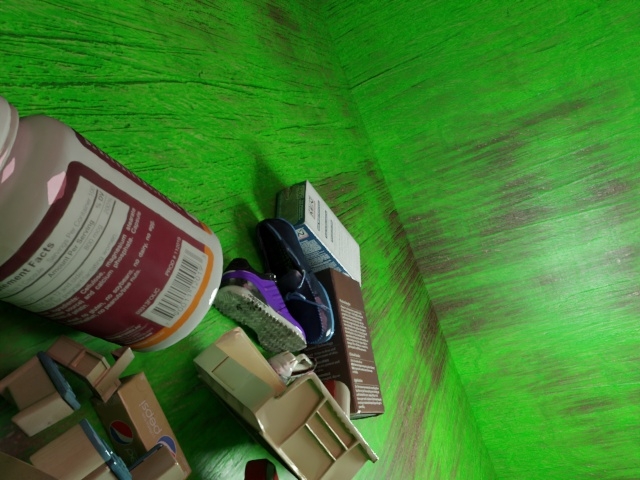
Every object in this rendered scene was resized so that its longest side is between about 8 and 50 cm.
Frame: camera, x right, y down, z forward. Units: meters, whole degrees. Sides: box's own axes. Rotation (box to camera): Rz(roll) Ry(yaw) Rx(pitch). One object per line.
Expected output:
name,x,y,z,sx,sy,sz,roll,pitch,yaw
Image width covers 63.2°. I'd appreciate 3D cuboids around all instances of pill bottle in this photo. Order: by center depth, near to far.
pill bottle,-0.330,-0.014,0.666,0.392,0.224,0.223,43,35,-48

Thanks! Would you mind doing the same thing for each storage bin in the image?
storage bin,-0.074,0.302,0.930,0.123,0.262,0.260,-43,119,-22

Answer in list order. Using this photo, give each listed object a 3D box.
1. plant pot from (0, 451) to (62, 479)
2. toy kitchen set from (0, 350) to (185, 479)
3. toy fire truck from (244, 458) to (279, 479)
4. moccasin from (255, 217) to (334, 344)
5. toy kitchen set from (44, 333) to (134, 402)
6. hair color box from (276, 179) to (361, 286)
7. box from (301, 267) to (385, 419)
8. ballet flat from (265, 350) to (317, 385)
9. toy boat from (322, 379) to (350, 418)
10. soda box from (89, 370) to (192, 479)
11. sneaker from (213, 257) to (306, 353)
plant pot,-0.294,0.373,0.453,0.256,0.257,0.274,57,43,-30
toy kitchen set,-0.292,0.251,0.678,0.166,0.122,0.207,38,-32,33
toy fire truck,-0.096,0.541,0.876,0.253,0.170,0.302,81,4,-59
moccasin,-0.086,0.105,1.294,0.117,0.138,0.341,5,53,-61
toy kitchen set,-0.311,0.163,0.715,0.068,0.075,0.083,-56,160,-35
hair color box,0.000,0.000,1.568,0.347,0.105,0.173,50,30,-42
box,0.045,0.284,1.402,0.191,0.143,0.381,31,46,-57
ballet flat,-0.073,0.289,1.191,0.077,0.079,0.221,51,14,23
toy boat,-0.017,0.412,1.153,0.150,0.151,0.231,-86,180,-46
soda box,-0.266,0.293,0.778,0.181,0.058,0.061,68,22,-8
sneaker,-0.119,0.141,1.182,0.293,0.102,0.146,51,28,-40
